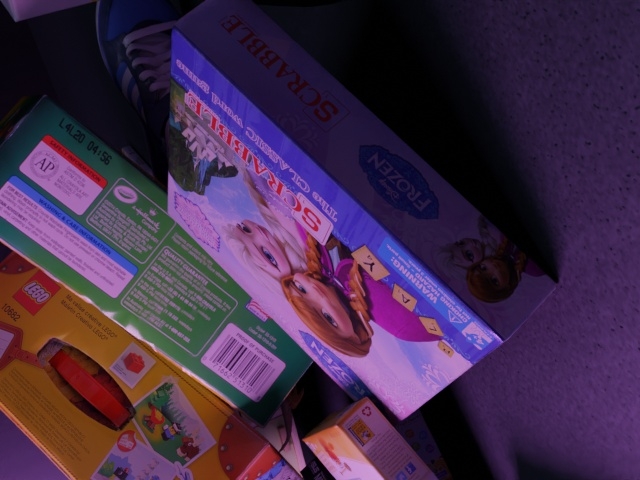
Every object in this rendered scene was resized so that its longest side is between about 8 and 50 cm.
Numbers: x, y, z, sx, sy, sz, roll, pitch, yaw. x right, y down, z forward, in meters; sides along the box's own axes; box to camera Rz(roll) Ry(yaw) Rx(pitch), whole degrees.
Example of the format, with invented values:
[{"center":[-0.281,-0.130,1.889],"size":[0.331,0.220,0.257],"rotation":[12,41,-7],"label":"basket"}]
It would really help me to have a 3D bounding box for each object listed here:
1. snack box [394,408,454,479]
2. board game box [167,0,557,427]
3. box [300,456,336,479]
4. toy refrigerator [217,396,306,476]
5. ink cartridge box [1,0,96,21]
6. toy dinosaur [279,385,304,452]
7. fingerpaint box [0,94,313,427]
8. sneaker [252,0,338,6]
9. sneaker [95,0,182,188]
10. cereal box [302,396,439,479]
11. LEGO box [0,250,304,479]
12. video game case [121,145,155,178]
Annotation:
[{"center":[0.087,0.231,0.935],"size":[0.100,0.037,0.141],"rotation":[63,160,12],"label":"snack box"},{"center":[0.000,0.000,0.728],"size":[0.318,0.066,0.318],"rotation":[44,157,10],"label":"board game box"},{"center":[0.063,0.356,1.003],"size":[0.191,0.045,0.184],"rotation":[52,172,-13],"label":"box"},{"center":[-0.102,0.313,1.468],"size":[0.094,0.102,0.270],"rotation":[36,142,60],"label":"toy refrigerator"},{"center":[-0.286,-0.381,1.022],"size":[0.171,0.232,0.168],"rotation":[41,147,55],"label":"ink cartridge box"},{"center":[-0.057,0.239,1.351],"size":[0.112,0.064,0.212],"rotation":[-158,58,-87],"label":"toy dinosaur"},{"center":[-0.243,0.008,1.132],"size":[0.445,0.163,0.371],"rotation":[41,172,-22],"label":"fingerpaint box"},{"center":[-0.024,-0.257,0.636],"size":[0.330,0.122,0.146],"rotation":[-169,78,-70],"label":"sneaker"},{"center":[-0.175,-0.196,1.093],"size":[0.236,0.130,0.323],"rotation":[9,117,64],"label":"sneaker"},{"center":[0.088,0.265,0.839],"size":[0.240,0.047,0.173],"rotation":[49,159,6],"label":"cereal box"},{"center":[-0.257,0.271,1.242],"size":[0.500,0.193,0.372],"rotation":[33,163,29],"label":"LEGO box"},{"center":[-0.392,-0.086,1.988],"size":[0.206,0.026,0.227],"rotation":[40,147,56],"label":"video game case"}]
